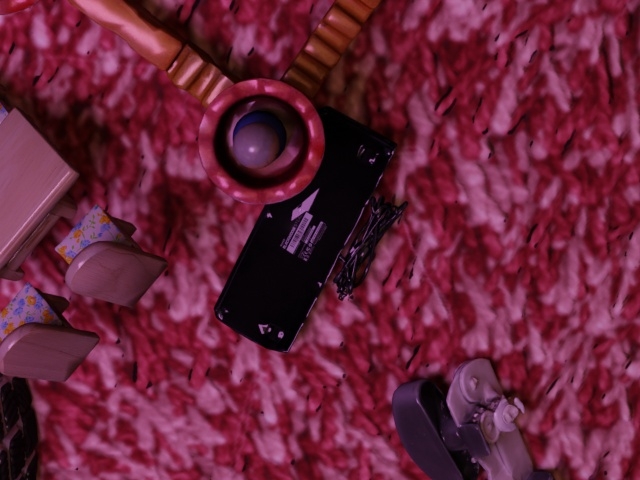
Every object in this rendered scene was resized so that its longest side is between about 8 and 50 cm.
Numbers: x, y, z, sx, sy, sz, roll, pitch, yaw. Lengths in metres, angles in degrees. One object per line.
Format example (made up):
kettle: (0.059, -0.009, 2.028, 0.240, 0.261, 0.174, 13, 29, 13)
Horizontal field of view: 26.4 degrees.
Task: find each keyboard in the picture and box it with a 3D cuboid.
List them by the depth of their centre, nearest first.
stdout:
keyboard: (0.000, 0.000, 1.060, 0.100, 0.038, 0.192, 32, 103, 16)

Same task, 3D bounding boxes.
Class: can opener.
can opener: (0.154, 0.221, 1.098, 0.093, 0.074, 0.280, -19, 104, 38)

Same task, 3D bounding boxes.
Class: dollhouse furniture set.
dollhouse furniture set: (-0.276, 0.016, 0.937, 0.242, 0.161, 0.212, -48, 66, 8)

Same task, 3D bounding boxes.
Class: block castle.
block castle: (-0.017, -0.283, 0.894, 0.303, 0.213, 0.453, 36, 100, -9)

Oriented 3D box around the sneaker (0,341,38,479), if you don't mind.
sneaker: (-0.293, 0.208, 1.062, 0.118, 0.107, 0.279, 8, 100, 7)
